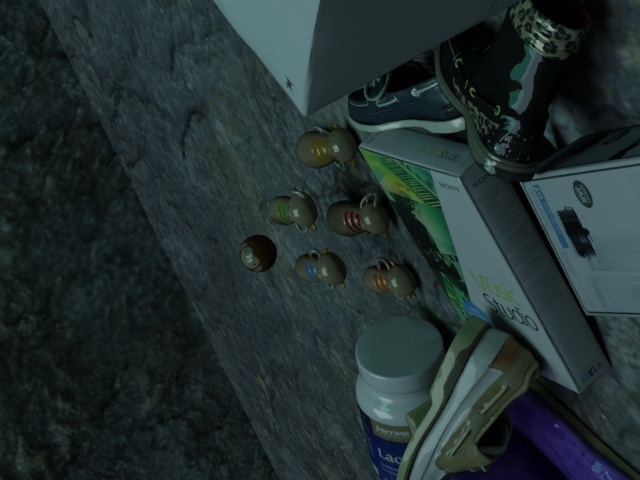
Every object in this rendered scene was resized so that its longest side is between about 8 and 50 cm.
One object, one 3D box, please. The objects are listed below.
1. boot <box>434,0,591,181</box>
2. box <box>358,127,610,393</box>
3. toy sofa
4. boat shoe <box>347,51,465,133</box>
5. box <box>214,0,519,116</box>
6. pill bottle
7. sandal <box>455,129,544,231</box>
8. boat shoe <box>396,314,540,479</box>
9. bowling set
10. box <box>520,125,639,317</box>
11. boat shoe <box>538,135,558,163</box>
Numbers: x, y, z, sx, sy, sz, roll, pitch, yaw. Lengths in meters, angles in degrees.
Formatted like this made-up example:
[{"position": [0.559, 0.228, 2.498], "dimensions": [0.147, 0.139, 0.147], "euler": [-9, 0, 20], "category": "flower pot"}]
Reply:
[{"position": [0.189, -0.192, 1.412], "dimensions": [0.236, 0.085, 0.178], "euler": [-102, 24, -48], "category": "boot"}, {"position": [0.188, 0.017, 1.683], "dimensions": [0.322, 0.058, 0.232], "euler": [59, 164, -24], "category": "box"}, {"position": [0.272, 0.310, 1.837], "dimensions": [0.362, 0.150, 0.177], "euler": [45, 158, 39], "category": "toy sofa"}, {"position": [0.102, -0.170, 1.644], "dimensions": [0.254, 0.095, 0.079], "euler": [15, 134, 63], "category": "boat shoe"}, {"position": [0.075, -0.290, 1.134], "dimensions": [0.215, 0.345, 0.168], "euler": [53, 161, 18], "category": "box"}, {"position": [0.133, 0.244, 2.095], "dimensions": [0.153, 0.153, 0.264], "euler": [41, 154, 45], "category": "pill bottle"}, {"position": [0.220, -0.067, 1.593], "dimensions": [0.179, 0.040, 0.067], "euler": [43, 165, 6], "category": "sandal"}, {"position": [0.175, 0.233, 1.745], "dimensions": [0.103, 0.113, 0.302], "euler": [28, 131, 15], "category": "boat shoe"}, {"position": [0.000, 0.000, 2.026], "dimensions": [0.287, 0.200, 0.154], "euler": [60, 161, -12], "category": "bowling set"}, {"position": [0.314, -0.019, 1.325], "dimensions": [0.169, 0.087, 0.290], "euler": [63, 161, -9], "category": "box"}, {"position": [0.255, -0.052, 1.496], "dimensions": [0.152, 0.056, 0.049], "euler": [55, 159, -15], "category": "boat shoe"}]
